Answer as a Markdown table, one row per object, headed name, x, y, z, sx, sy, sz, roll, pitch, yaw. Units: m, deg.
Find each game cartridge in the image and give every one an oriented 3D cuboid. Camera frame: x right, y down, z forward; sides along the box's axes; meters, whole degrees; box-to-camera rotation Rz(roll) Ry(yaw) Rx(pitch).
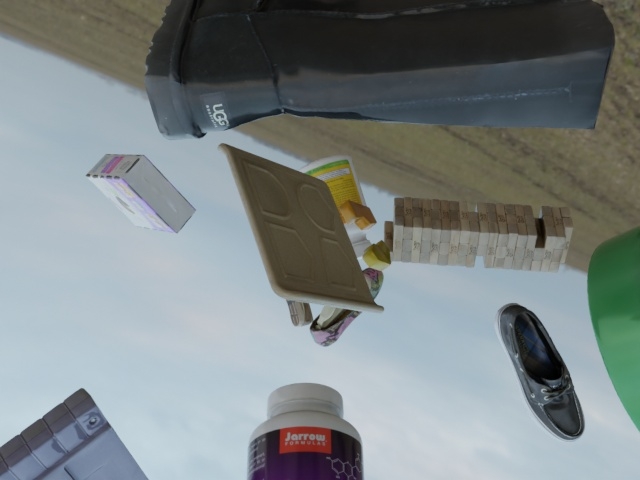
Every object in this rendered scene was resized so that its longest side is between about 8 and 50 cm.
| name | x | y | z | sx | sy | sz | roll | pitch | yaw |
| --- | --- | --- | --- | --- | --- | --- | --- | --- | --- |
| game cartridge | -0.400 | 0.409 | 1.280 | 0.068 | 0.230 | 0.355 | 34 | 153 | 33 |

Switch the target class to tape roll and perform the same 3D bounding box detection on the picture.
| name | x | y | z | sx | sy | sz | roll | pitch | yaw |
| --- | --- | --- | --- | --- | --- | --- | --- | --- | --- |
| tape roll | 0.462 | 0.132 | 1.017 | 0.321 | 0.321 | 0.077 | 19 | 144 | -39 |

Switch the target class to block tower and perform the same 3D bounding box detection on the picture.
| name | x | y | z | sx | sy | sz | roll | pitch | yaw |
| --- | --- | --- | --- | --- | --- | --- | --- | --- | --- |
| block tower | 0.284 | -0.011 | 1.469 | 0.335 | 0.097 | 0.091 | 2 | -139 | 4 |

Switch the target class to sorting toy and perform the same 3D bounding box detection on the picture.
| name | x | y | z | sx | sy | sz | roll | pitch | yaw |
| --- | --- | --- | --- | --- | --- | --- | --- | --- | --- |
| sorting toy | 0.000 | 0.000 | 1.042 | 0.307 | 0.041 | 0.229 | 15 | -136 | -54 |

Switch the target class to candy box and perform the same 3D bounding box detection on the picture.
| name | x | y | z | sx | sy | sz | roll | pitch | yaw |
| --- | --- | --- | --- | --- | --- | --- | --- | --- | --- |
| candy box | -0.374 | -0.099 | 1.659 | 0.196 | 0.070 | 0.165 | 9 | 146 | 52 |

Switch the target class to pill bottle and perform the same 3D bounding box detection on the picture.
| name | x | y | z | sx | sy | sz | roll | pitch | yaw |
| --- | --- | --- | --- | --- | --- | --- | --- | --- | --- |
| pill bottle | -0.022 | 0.385 | 1.198 | 0.181 | 0.181 | 0.323 | 20 | -133 | -25 |
| pill bottle | 0.043 | -0.069 | 1.909 | 0.136 | 0.246 | 0.136 | -17 | 175 | -2 |

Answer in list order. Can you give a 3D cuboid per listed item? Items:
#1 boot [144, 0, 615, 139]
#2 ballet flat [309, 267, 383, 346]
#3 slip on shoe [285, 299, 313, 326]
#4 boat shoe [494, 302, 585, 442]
| name | x | y | z | sx | sy | sz | roll | pitch | yaw |
| --- | --- | --- | --- | --- | --- | --- | --- | --- | --- |
| boot | 0.066 | -0.263 | 0.879 | 0.444 | 0.367 | 0.146 | -3 | 145 | 12 |
| ballet flat | 0.057 | 0.135 | 1.757 | 0.077 | 0.221 | 0.079 | 33 | 165 | 36 |
| slip on shoe | -0.048 | 0.113 | 1.674 | 0.041 | 0.135 | 0.051 | -6 | 160 | -31 |
| boat shoe | 0.335 | 0.198 | 1.191 | 0.080 | 0.229 | 0.076 | -23 | 178 | -8 |
